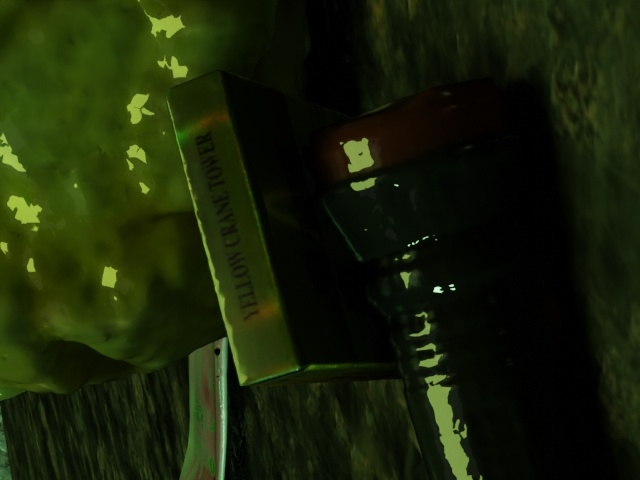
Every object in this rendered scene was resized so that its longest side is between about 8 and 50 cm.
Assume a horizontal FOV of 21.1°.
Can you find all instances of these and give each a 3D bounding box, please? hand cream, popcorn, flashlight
[{"bbox_3d":[-0.084,0.121,1.242,0.079,0.050,0.275,24,123,37],"label":"hand cream"},{"bbox_3d":[-0.155,-0.086,0.921,0.334,0.292,0.293,66,154,20],"label":"popcorn"},{"bbox_3d":[0.065,0.056,0.685,0.093,0.093,0.232,160,92,-72],"label":"flashlight"}]

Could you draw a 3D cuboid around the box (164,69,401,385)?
[{"bbox_3d":[0.000,0.000,0.740,0.193,0.030,0.121,9,-116,-69],"label":"box"}]
